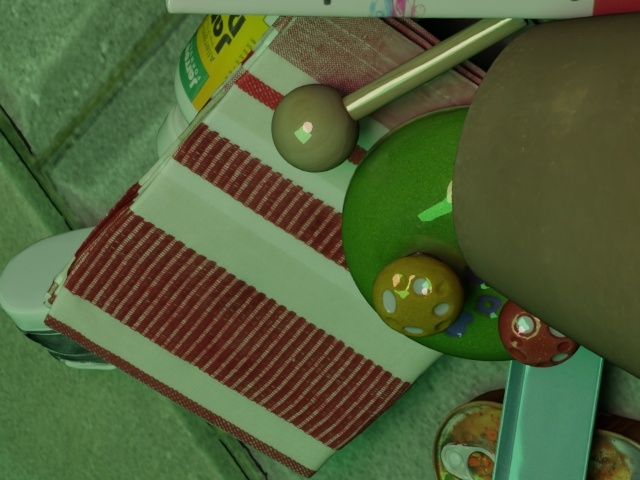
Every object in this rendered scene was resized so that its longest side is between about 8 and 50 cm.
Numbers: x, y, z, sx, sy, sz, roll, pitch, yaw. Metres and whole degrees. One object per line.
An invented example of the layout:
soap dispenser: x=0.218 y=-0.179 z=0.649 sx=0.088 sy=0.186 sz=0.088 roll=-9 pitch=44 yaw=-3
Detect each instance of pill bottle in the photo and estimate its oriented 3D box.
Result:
pill bottle: x=-0.025 y=-0.119 z=1.303 sx=0.117 sy=0.117 sz=0.208 roll=48 pitch=129 yaw=13

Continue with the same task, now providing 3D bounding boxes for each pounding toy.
pounding toy: x=0.085 y=0.003 z=1.175 sx=0.183 sy=0.110 sz=0.237 roll=-19 pitch=121 yaw=21

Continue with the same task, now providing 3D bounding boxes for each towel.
towel: x=0.000 y=0.000 z=1.278 sx=0.237 sy=0.037 sz=0.329 roll=33 pitch=122 yaw=-18

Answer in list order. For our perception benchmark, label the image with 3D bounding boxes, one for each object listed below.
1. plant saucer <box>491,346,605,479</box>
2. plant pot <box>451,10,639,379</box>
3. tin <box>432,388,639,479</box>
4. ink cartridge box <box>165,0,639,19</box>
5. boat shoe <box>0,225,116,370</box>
plant saucer: x=0.152 y=0.094 z=1.280 sx=0.067 sy=0.018 sz=0.192 roll=11 pitch=94 yaw=34
plant pot: x=0.199 y=-0.024 z=1.016 sx=0.229 sy=0.263 sz=0.263 roll=18 pitch=117 yaw=34
tin: x=0.162 y=0.161 z=1.322 sx=0.189 sy=0.040 sz=0.106 roll=13 pitch=111 yaw=33
ink cartridge box: x=0.065 y=-0.240 z=1.079 sx=0.306 sy=0.131 sz=0.226 roll=-1 pitch=114 yaw=-6
boat shoe: x=-0.089 y=0.046 z=1.433 sx=0.301 sy=0.108 sz=0.102 roll=-8 pitch=135 yaw=27
